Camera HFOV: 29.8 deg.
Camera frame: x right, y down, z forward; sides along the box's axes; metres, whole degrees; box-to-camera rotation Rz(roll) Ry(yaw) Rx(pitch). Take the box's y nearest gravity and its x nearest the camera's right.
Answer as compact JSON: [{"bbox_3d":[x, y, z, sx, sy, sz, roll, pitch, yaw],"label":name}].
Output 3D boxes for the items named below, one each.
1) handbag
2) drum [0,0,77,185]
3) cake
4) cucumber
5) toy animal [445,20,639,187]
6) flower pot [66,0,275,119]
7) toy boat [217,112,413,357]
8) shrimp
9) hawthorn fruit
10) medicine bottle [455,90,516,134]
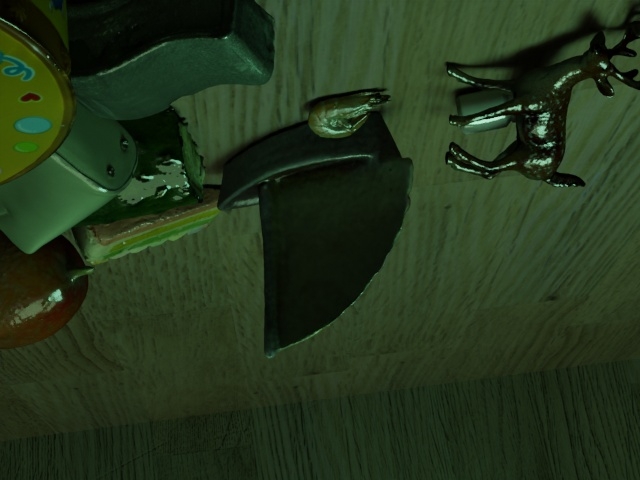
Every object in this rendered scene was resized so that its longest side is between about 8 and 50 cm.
[{"bbox_3d":[-0.377,-0.081,1.387,0.315,0.109,0.241,-25,123,36],"label":"handbag"},{"bbox_3d":[-0.415,-0.195,0.982,0.431,0.214,0.431,-6,159,-2],"label":"drum"},{"bbox_3d":[-0.239,-0.022,1.709,0.225,0.090,0.109,-1,155,-21],"label":"cake"},{"bbox_3d":[-0.313,-0.078,1.512,0.325,0.105,0.145,-6,161,1],"label":"cucumber"},{"bbox_3d":[0.283,-0.167,1.467,0.259,0.087,0.243,-2,142,3],"label":"toy animal"},{"bbox_3d":[-0.168,-0.201,1.222,0.229,0.103,0.108,-13,159,16],"label":"flower pot"},{"bbox_3d":[0.007,-0.032,1.565,0.276,0.294,0.111,-32,154,16],"label":"toy boat"},{"bbox_3d":[0.038,-0.157,1.512,0.108,0.023,0.059,-11,126,4],"label":"shrimp"},{"bbox_3d":[-0.410,0.057,1.682,0.251,0.200,0.199,-5,164,31],"label":"hawthorn fruit"},{"bbox_3d":[0.220,-0.168,1.536,0.089,0.052,0.052,-11,160,6],"label":"medicine bottle"}]
